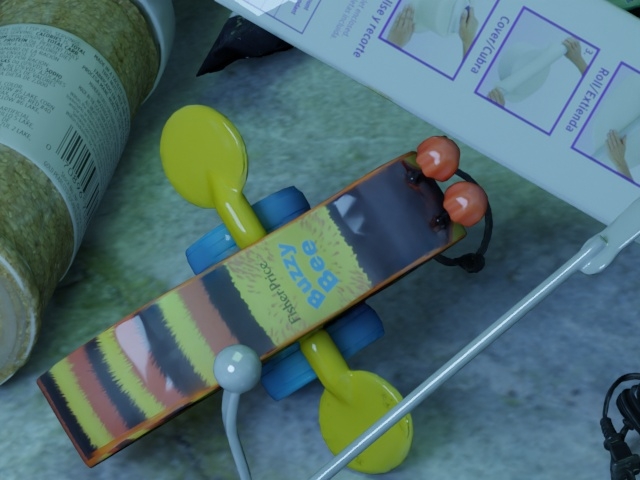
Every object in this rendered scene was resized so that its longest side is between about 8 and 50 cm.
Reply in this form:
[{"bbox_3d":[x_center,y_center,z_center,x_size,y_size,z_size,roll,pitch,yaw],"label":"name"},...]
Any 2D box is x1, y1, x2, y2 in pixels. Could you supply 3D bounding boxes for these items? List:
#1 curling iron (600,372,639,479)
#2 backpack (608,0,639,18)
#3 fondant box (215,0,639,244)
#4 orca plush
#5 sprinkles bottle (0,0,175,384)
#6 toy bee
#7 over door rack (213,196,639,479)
[{"bbox_3d":[0.239,0.136,0.877,0.274,0.035,0.068,29,64,36],"label":"curling iron"},{"bbox_3d":[0.261,-0.175,1.264,0.188,0.144,0.166,-5,27,-6],"label":"backpack"},{"bbox_3d":[0.093,-0.097,0.990,0.330,0.096,0.238,29,8,3],"label":"fondant box"},{"bbox_3d":[0.017,-0.198,1.368,0.102,0.151,0.287,30,32,-5],"label":"orca plush"},{"bbox_3d":[-0.180,-0.059,1.148,0.121,0.121,0.355,1,33,9],"label":"sprinkles bottle"},{"bbox_3d":[0.000,0.000,0.971,0.195,0.162,0.298,40,58,-7],"label":"toy bee"},{"bbox_3d":[0.046,0.117,0.766,0.324,0.108,0.239,-31,34,5],"label":"over door rack"}]
